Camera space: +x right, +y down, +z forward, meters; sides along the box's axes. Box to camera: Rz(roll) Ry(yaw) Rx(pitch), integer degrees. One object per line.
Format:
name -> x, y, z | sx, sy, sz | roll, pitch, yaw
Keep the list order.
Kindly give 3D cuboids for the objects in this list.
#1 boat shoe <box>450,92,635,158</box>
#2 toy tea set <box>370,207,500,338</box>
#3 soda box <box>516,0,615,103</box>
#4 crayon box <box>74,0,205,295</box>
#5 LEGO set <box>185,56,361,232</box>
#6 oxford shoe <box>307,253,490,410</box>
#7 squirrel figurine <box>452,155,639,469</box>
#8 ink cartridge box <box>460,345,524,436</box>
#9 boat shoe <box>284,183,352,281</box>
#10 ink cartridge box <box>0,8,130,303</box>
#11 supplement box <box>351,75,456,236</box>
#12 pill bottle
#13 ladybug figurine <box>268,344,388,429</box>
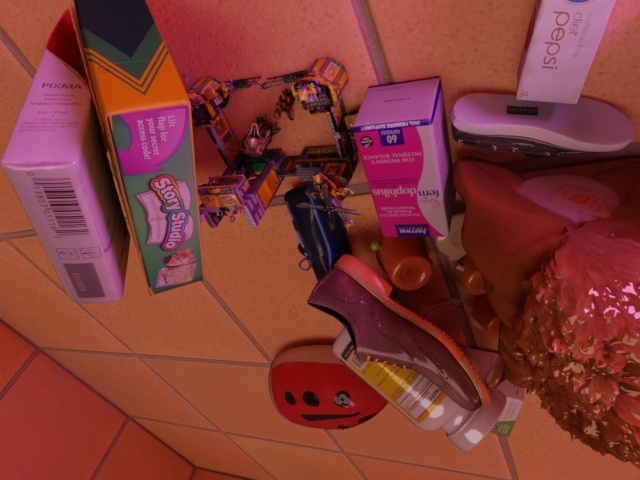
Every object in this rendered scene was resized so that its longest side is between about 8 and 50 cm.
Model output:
boat shoe -> 0.295, -0.148, 0.643 | 0.229, 0.080, 0.076 | 8, 155, 13
toy tea set -> 0.246, 0.072, 0.905 | 0.200, 0.124, 0.336 | -29, 119, 10
soda box -> 0.281, -0.266, 0.517 | 0.074, 0.069, 0.216 | 10, 139, 14
crayon box -> -0.277, -0.145, 0.731 | 0.106, 0.313, 0.362 | -14, 144, -20
LEGO set -> -0.093, -0.135, 0.739 | 0.332, 0.192, 0.254 | 6, 138, 19
oxford shoe -> 0.134, 0.189, 0.840 | 0.364, 0.133, 0.130 | 41, 163, 17
squirrel figurine -> 0.333, 0.118, 0.655 | 0.281, 0.396, 0.370 | 0, 125, 9
ink cartridge box -> 0.336, 0.357, 1.143 | 0.279, 0.117, 0.201 | 8, 138, 17
boat shoe -> 0.000, 0.000, 0.937 | 0.089, 0.109, 0.258 | 3, 120, 32
ink cartridge box -> -0.372, -0.139, 0.763 | 0.091, 0.384, 0.308 | -1, 141, -10
supplement box -> 0.138, -0.118, 0.716 | 0.111, 0.113, 0.220 | -1, 136, 24
pill bottle -> 0.205, 0.268, 0.977 | 0.334, 0.188, 0.187 | 39, 142, 14
ladybug figurine -> 0.017, 0.435, 1.344 | 0.450, 0.161, 0.305 | -25, 120, 42
